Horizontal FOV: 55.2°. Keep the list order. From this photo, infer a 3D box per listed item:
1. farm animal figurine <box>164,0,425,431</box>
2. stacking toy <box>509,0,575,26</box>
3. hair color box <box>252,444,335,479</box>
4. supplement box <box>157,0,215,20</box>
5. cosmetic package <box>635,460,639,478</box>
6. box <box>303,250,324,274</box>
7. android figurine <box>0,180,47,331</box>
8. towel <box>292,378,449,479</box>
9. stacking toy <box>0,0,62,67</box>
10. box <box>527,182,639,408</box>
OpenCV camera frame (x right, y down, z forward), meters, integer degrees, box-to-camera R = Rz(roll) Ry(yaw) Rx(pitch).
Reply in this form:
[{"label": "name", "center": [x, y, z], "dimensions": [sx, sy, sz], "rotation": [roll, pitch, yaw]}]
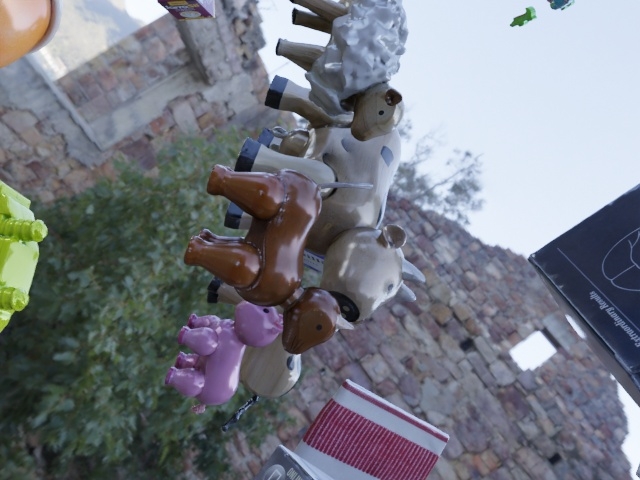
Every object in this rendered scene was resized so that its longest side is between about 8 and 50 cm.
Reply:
[{"label": "farm animal figurine", "center": [0.000, 0.000, 0.536], "dimensions": [0.172, 0.326, 0.330], "rotation": [18, -24, -4]}, {"label": "stacking toy", "center": [0.501, -0.502, 1.205], "dimensions": [0.221, 0.167, 0.052], "rotation": [-19, -82, 59]}, {"label": "hair color box", "center": [0.063, 0.409, 0.772], "dimensions": [0.339, 0.110, 0.185], "rotation": [47, -13, -34]}, {"label": "supplement box", "center": [-0.177, -0.326, 0.813], "dimensions": [0.083, 0.055, 0.043], "rotation": [-27, 116, -81]}, {"label": "cosmetic package", "center": [0.343, 0.198, 0.479], "dimensions": [0.117, 0.085, 0.231], "rotation": [13, -22, 47]}, {"label": "box", "center": [0.013, 0.008, 0.993], "dimensions": [0.126, 0.072, 0.137], "rotation": [23, -15, 24]}, {"label": "android figurine", "center": [-0.375, 0.017, 0.553], "dimensions": [0.056, 0.273, 0.248], "rotation": [62, 34, -66]}, {"label": "towel", "center": [0.036, 0.406, 0.997], "dimensions": [0.237, 0.328, 0.037], "rotation": [33, 2, -23]}, {"label": "stacking toy", "center": [-0.591, -0.255, 0.806], "dimensions": [0.350, 0.351, 0.479], "rotation": [67, 27, -52]}, {"label": "box", "center": [0.542, 0.045, 0.807], "dimensions": [0.212, 0.396, 0.293], "rotation": [50, 13, -24]}]
